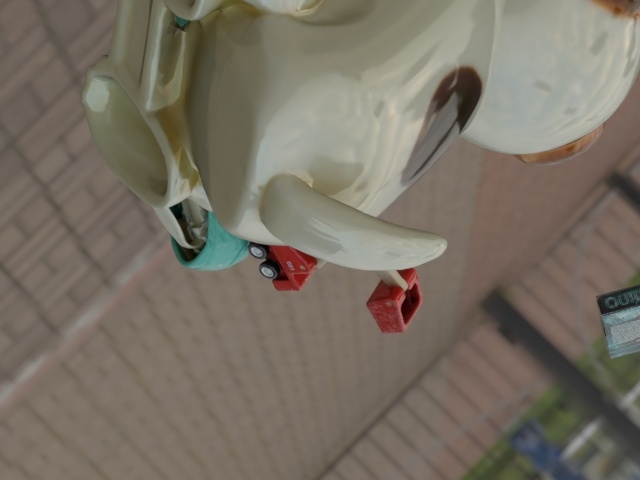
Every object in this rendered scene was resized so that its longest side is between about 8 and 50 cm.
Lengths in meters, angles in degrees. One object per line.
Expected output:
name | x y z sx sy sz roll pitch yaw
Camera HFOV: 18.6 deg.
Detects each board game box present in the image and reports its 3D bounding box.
board game box | 0.388 0.069 2.074 0.186 0.026 0.126 -15 153 5

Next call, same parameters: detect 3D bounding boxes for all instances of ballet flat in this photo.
ballet flat | -0.127 -0.086 1.790 0.087 0.247 0.083 -24 -165 -39

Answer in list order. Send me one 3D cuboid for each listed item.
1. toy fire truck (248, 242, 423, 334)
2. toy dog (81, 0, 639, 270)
toy fire truck | 0.000 0.000 1.778 0.135 0.192 0.047 -2 -140 37
toy dog | 0.070 -0.161 1.541 0.408 0.395 0.284 -14 128 -29
